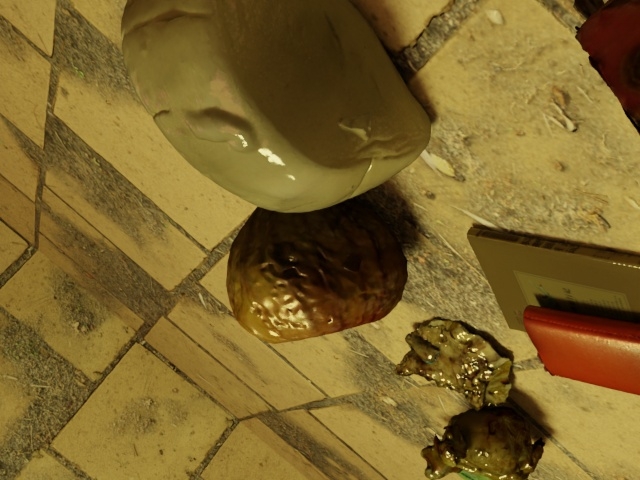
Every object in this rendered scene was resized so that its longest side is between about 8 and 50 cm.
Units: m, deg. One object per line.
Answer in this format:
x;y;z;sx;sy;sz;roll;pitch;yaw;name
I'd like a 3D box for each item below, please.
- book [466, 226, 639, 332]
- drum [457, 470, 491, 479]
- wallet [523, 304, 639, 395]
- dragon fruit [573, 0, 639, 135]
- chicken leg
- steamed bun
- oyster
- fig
0.362;0.083;1.095;0.310;0.021;0.217;13;145;44;book
0.317;0.442;1.737;0.130;0.049;0.253;17;142;38;drum
0.390;0.155;1.102;0.204;0.045;0.142;7;139;48;wallet
0.365;-0.113;0.521;0.314;0.296;0.263;46;120;-8;dragon fruit
0.316;0.396;1.552;0.211;0.140;0.361;7;161;3;chicken leg
-0.068;-0.170;0.974;0.383;0.236;0.247;45;147;-25;steamed bun
0.239;0.225;1.442;0.214;0.083;0.223;26;146;21;oyster
-0.040;-0.022;1.252;0.286;0.286;0.369;-18;93;62;fig
